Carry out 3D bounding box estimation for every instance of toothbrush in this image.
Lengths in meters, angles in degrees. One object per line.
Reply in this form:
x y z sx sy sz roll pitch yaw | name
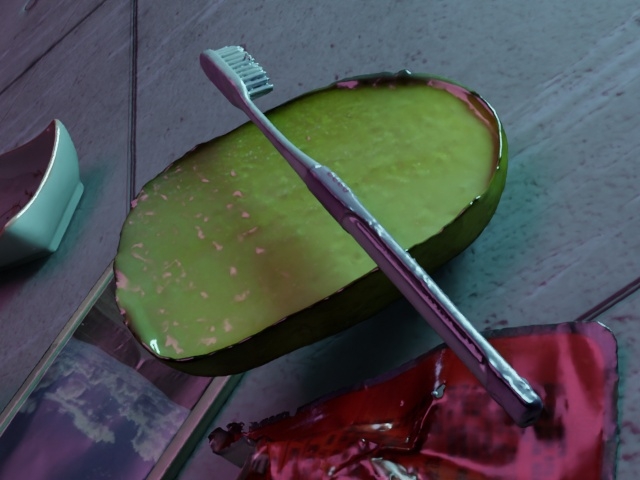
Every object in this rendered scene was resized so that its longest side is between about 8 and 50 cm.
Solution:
0.021 -0.020 0.754 0.029 0.024 0.354 -26 52 -20 | toothbrush

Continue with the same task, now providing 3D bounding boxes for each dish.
-0.332 -0.026 1.321 0.212 0.077 0.151 -16 45 41 | dish

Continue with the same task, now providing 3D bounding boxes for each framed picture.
-0.163 0.135 0.957 0.189 0.023 0.260 23 73 41 | framed picture

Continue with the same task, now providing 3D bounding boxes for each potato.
0.000 0.000 0.827 0.271 0.111 0.160 -30 52 -7 | potato

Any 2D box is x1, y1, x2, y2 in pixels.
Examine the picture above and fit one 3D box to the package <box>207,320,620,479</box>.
0.032 0.144 0.699 0.269 0.071 0.194 -15 59 38 | package
